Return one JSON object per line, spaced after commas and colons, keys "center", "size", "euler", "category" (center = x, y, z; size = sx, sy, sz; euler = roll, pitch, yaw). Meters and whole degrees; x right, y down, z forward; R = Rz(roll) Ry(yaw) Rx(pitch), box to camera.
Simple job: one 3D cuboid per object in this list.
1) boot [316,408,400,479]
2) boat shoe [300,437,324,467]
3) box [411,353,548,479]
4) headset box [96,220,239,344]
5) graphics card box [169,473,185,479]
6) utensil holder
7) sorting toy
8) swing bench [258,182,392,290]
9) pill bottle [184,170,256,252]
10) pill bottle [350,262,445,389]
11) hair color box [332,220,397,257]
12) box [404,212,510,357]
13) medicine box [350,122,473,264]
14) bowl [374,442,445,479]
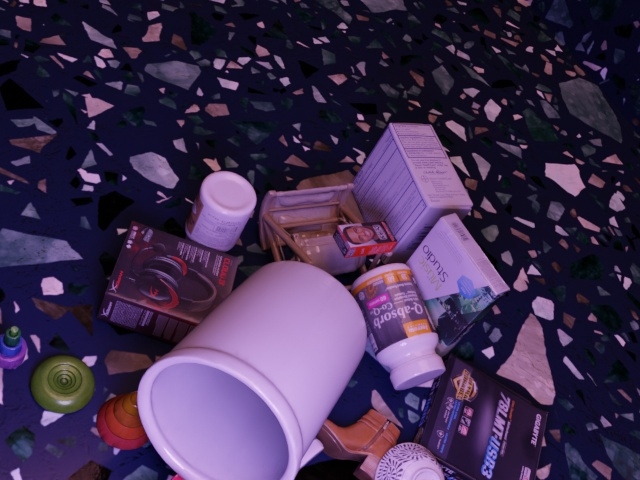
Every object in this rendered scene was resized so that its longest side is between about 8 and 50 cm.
{"center": [0.080, 0.426, 1.821], "size": [0.197, 0.073, 0.152], "euler": [45, 47, -5], "category": "boot"}
{"center": [-0.119, 0.464, 1.661], "size": [0.102, 0.108, 0.301], "euler": [47, 45, 13], "category": "boat shoe"}
{"center": [0.383, 0.461, 1.950], "size": [0.293, 0.073, 0.295], "euler": [31, 47, -1], "category": "box"}
{"center": [-0.322, 0.110, 1.837], "size": [0.293, 0.110, 0.218], "euler": [21, 47, -12], "category": "headset box"}
{"center": [-0.197, 0.612, 1.409], "size": [0.371, 0.094, 0.233], "euler": [39, 48, 10], "category": "graphics card box"}
{"center": [-0.116, 0.260, 1.607], "size": [0.327, 0.327, 0.385], "euler": [36, 36, 4], "category": "utensil holder"}
{"center": [-0.478, 0.272, 1.616], "size": [0.365, 0.126, 0.127], "euler": [31, 46, -3], "category": "sorting toy"}
{"center": [0.000, 0.000, 2.064], "size": [0.253, 0.165, 0.255], "euler": [-7, 53, -31], "category": "swing bench"}
{"center": [-0.245, -0.044, 1.919], "size": [0.131, 0.229, 0.131], "euler": [14, 49, -17], "category": "pill bottle"}
{"center": [0.190, 0.208, 1.983], "size": [0.162, 0.162, 0.278], "euler": [-7, 64, -32], "category": "pill bottle"}
{"center": [0.108, -0.004, 1.970], "size": [0.141, 0.043, 0.072], "euler": [-8, 54, -32], "category": "hair color box"}
{"center": [0.301, 0.120, 2.009], "size": [0.058, 0.322, 0.232], "euler": [-16, 62, -33], "category": "box"}
{"center": [0.237, -0.126, 2.213], "size": [0.149, 0.263, 0.289], "euler": [-2, 56, -29], "category": "medicine box"}
{"center": [0.208, 0.524, 1.754], "size": [0.170, 0.080, 0.170], "euler": [4, 81, -23], "category": "bowl"}
